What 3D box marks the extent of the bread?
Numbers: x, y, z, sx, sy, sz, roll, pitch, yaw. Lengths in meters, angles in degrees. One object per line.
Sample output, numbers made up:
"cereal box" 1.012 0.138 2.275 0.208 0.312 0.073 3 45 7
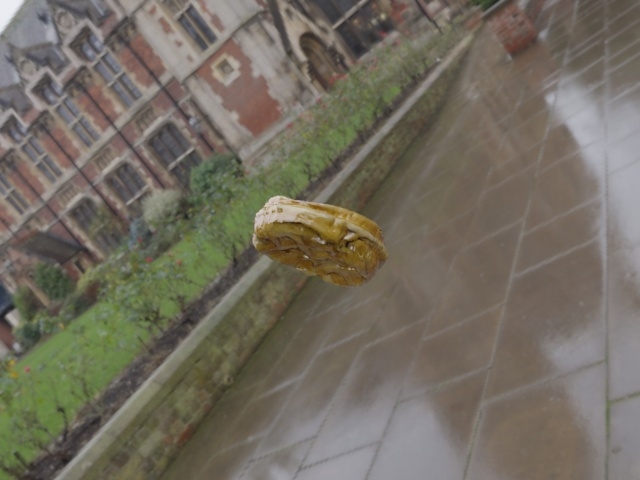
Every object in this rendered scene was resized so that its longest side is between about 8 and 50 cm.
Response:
"bread" 0.000 0.000 0.532 0.083 0.111 0.044 131 158 -66
